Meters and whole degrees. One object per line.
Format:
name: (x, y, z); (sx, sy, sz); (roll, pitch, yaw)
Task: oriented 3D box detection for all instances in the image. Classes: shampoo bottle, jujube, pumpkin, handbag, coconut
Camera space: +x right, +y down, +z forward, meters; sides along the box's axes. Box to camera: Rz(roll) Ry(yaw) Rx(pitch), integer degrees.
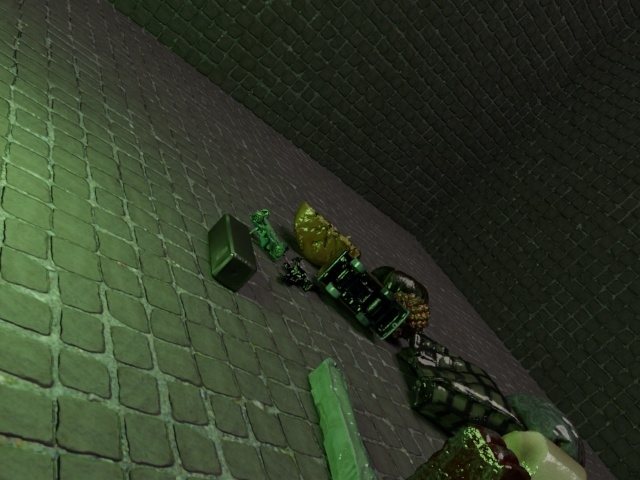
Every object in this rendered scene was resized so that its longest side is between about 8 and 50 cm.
shampoo bottle: (-0.211, 0.016, 1.340); (0.079, 0.080, 0.246); (38, 14, -28)
jujube: (0.639, 0.597, 1.678); (0.216, 0.246, 0.308); (27, 21, -20)
pumpkin: (0.267, 0.192, 2.011); (0.238, 0.159, 0.238); (29, -4, 2)
handbag: (0.397, 0.445, 1.665); (0.327, 0.162, 0.325); (32, 12, -13)
coconut: (0.521, 0.600, 1.360); (0.266, 0.237, 0.237); (46, 13, 3)

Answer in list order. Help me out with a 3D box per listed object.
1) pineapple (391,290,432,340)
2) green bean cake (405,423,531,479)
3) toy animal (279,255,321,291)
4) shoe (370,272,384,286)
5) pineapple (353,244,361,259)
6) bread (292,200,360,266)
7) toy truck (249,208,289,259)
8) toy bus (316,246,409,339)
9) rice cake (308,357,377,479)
pineapple: (0.259, 0.265, 1.842); (0.176, 0.161, 0.137); (21, 41, 13)
green bean cake: (0.273, 0.471, 1.032); (0.097, 0.232, 0.198); (28, 16, -39)
toy animal: (-0.061, 0.099, 1.603); (0.220, 0.062, 0.107); (19, 45, -63)
shoe: (0.123, 0.127, 1.876); (0.195, 0.079, 0.078); (27, -33, 24)
pineapple: (0.101, 0.027, 2.271); (0.074, 0.074, 0.159); (32, 9, -40)
bread: (-0.003, -0.002, 1.891); (0.261, 0.147, 0.160); (40, 5, -14)
toy truck: (-0.157, -0.011, 1.630); (0.154, 0.078, 0.080); (60, 13, -4)
toy bus: (0.125, 0.157, 1.731); (0.275, 0.138, 0.167); (44, 2, -9)
rice cake: (0.035, 0.346, 1.074); (0.063, 0.066, 0.336); (37, 14, -24)
